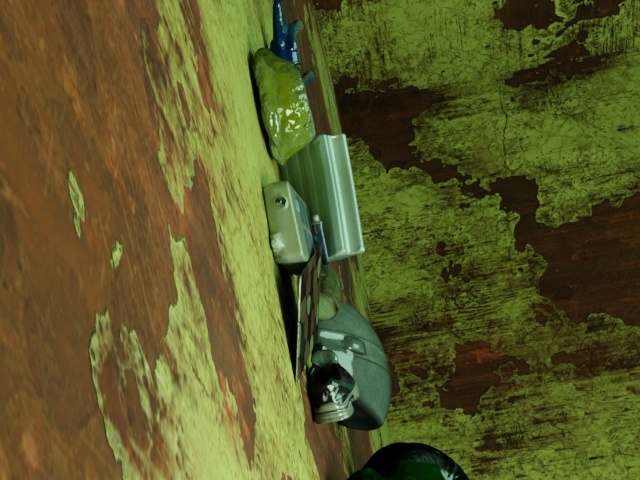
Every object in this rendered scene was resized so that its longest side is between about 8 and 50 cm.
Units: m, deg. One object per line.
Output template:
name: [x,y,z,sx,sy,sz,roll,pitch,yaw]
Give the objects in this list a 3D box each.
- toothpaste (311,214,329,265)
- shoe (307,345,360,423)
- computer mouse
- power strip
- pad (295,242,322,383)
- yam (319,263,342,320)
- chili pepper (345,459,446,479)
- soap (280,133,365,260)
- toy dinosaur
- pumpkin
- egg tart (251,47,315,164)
toothpaste: [0.000,0.000,1.946,0.027,0.019,0.083,-173,-111,-68]
shoe: [0.014,0.213,1.917,0.169,0.071,0.099,-74,150,-73]
computer mouse: [0.062,0.225,2.180,0.374,0.114,0.203,67,14,-67]
power strip: [-0.042,-0.014,1.861,0.270,0.046,0.118,47,34,-81]
pad: [-0.016,0.102,1.825,0.235,0.003,0.158,-57,151,-77]
yam: [0.002,0.080,2.041,0.146,0.069,0.070,-87,166,-66]
chili pepper: [0.138,0.471,1.883,0.257,0.233,0.249,-104,-176,-49]
soap: [0.001,-0.065,2.017,0.119,0.066,0.198,-17,-100,50]
toy dinosaur: [-0.063,-0.308,2.177,0.188,0.075,0.248,-80,166,-57]
pumpkin: [0.160,0.510,2.320,0.248,0.248,0.248,-10,90,-86]
egg tart: [-0.056,-0.217,1.950,0.197,0.078,0.197,-11,90,-90]
